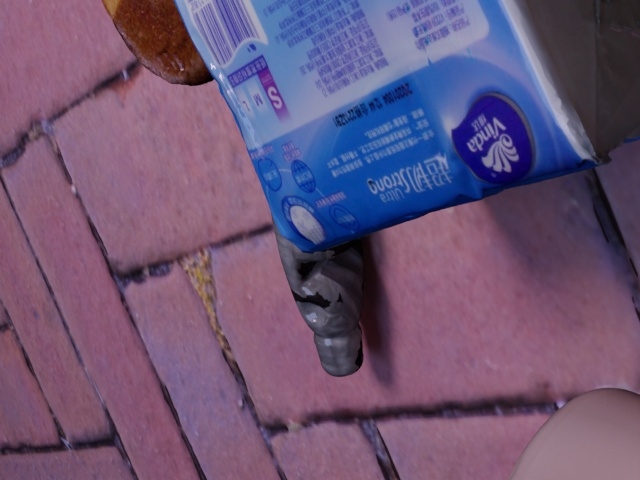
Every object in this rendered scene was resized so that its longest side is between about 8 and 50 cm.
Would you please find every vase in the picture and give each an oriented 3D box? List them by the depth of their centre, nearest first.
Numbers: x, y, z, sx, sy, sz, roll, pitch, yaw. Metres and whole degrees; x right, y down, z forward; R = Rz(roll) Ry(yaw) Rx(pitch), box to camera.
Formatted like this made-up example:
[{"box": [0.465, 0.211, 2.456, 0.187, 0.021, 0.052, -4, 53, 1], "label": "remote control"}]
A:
[{"box": [0.000, 0.000, 0.982, 0.060, 0.060, 0.211, 20, 128, 50], "label": "vase"}]

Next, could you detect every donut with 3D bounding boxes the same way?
[{"box": [-0.095, -0.203, 0.956, 0.217, 0.085, 0.141, 61, 150, 8], "label": "donut"}]

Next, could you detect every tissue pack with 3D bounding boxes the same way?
[{"box": [0.056, -0.120, 0.722, 0.263, 0.146, 0.198, -19, 97, 58], "label": "tissue pack"}]

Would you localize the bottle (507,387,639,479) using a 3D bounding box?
[{"box": [0.213, 0.179, 0.710, 0.236, 0.147, 0.147, 22, 130, 39], "label": "bottle"}]
